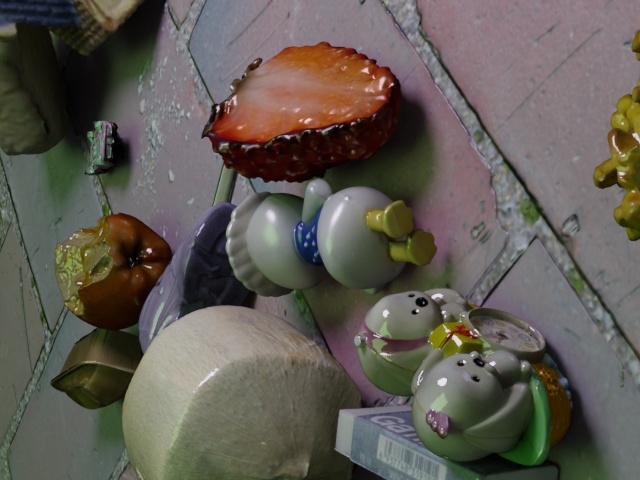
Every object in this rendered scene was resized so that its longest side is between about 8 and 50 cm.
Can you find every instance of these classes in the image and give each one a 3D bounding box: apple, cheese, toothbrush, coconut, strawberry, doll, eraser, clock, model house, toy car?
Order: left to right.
[{"bbox_3d":[-0.499,-0.287,1.782,0.326,0.115,0.317,-96,-6,-77],"label":"cheese"},{"bbox_3d":[-0.404,-0.410,1.616,0.261,0.321,0.266,-7,84,62],"label":"model house"},{"bbox_3d":[-0.329,-0.140,1.703,0.142,0.055,0.069,165,105,-69],"label":"toy car"},{"bbox_3d":[-0.279,0.044,1.544,0.158,0.147,0.156,-3,53,47],"label":"apple"},{"bbox_3d":[-0.138,-0.019,1.436,0.028,0.026,0.294,-118,41,-59],"label":"toothbrush"},{"bbox_3d":[-0.076,0.202,1.146,0.247,0.245,0.244,44,124,58],"label":"coconut"},{"bbox_3d":[-0.003,-0.114,1.164,0.237,0.190,0.111,13,140,43],"label":"strawberry"},{"bbox_3d":[0.000,0.000,1.157,0.293,0.119,0.138,-7,124,52],"label":"doll"},{"bbox_3d":[0.106,0.196,0.999,0.212,0.092,0.046,14,101,56],"label":"eraser"},{"bbox_3d":[0.114,0.112,0.946,0.231,0.144,0.103,44,122,49],"label":"clock"}]

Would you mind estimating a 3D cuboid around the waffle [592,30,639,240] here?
[{"bbox_3d":[0.298,-0.065,0.749,0.293,0.069,0.259,51,126,46],"label":"waffle"}]

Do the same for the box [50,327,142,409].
[{"bbox_3d":[-0.324,0.195,1.637,0.177,0.111,0.111,-30,64,52],"label":"box"}]

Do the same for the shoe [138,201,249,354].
[{"bbox_3d":[-0.163,0.059,1.397,0.137,0.095,0.245,37,106,58],"label":"shoe"}]
